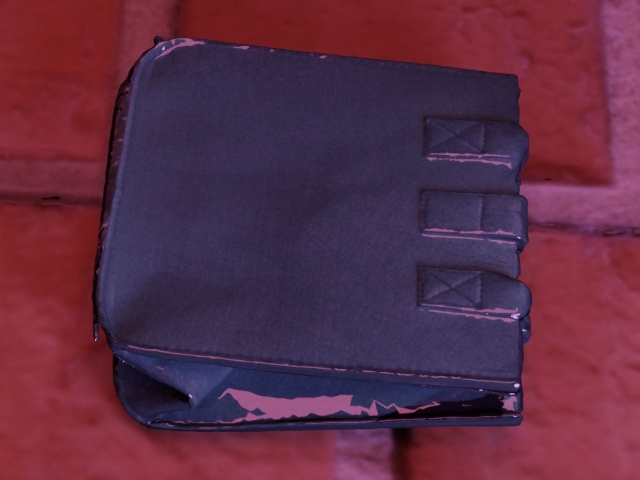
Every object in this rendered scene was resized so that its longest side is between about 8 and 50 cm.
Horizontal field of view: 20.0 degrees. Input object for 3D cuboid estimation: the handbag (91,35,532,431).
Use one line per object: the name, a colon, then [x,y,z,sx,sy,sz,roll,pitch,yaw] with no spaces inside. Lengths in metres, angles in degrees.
handbag: [-0.002,0.003,1.167,0.274,0.100,0.268,2,52,-3]
